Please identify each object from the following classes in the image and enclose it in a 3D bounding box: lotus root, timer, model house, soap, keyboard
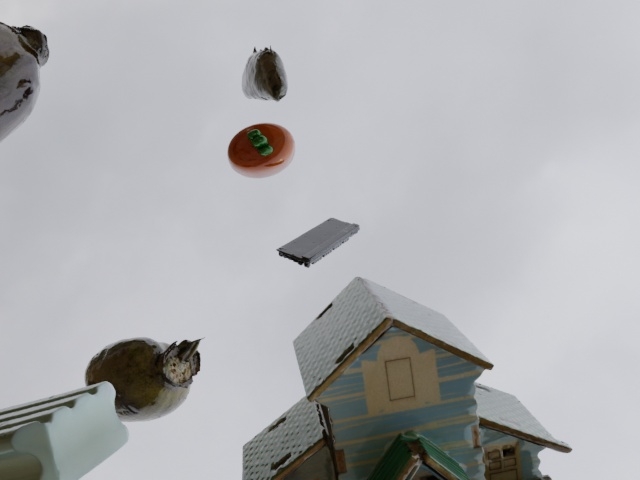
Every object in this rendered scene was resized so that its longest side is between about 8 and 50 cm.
[{"bbox_3d":[-0.297,0.235,1.265,0.278,0.154,0.154,-20,-121,37],"label":"lotus root"},{"bbox_3d":[-0.583,-0.204,1.136,0.179,0.196,0.397,-4,-142,53],"label":"lotus root"},{"bbox_3d":[-0.111,-0.172,1.369,0.136,0.136,0.099,-34,-106,31],"label":"timer"},{"bbox_3d":[0.058,0.140,0.578,0.178,0.271,0.206,-110,-168,-80],"label":"model house"},{"bbox_3d":[-0.292,0.196,0.680,0.198,0.119,0.066,-17,-84,23],"label":"soap"},{"bbox_3d":[0.000,0.001,1.396,0.072,0.231,0.023,18,-66,21],"label":"keyboard"}]

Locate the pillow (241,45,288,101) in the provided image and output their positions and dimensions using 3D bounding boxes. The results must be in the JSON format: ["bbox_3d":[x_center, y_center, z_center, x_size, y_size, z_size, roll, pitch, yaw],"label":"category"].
[{"bbox_3d":[-0.098,-0.286,1.262,0.241,0.051,0.093,-144,-131,-69],"label":"pillow"}]
